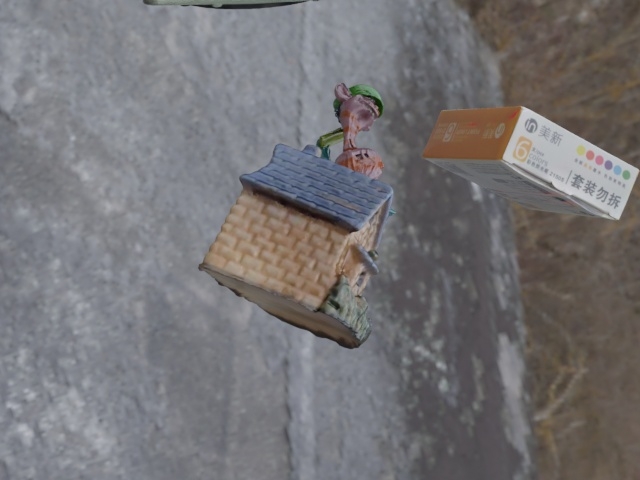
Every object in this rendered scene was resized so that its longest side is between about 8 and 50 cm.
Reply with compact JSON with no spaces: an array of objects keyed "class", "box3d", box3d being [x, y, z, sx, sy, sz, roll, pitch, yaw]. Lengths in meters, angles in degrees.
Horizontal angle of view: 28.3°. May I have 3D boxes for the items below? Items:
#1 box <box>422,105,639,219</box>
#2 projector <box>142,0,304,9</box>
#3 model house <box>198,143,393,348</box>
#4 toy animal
[{"class":"box","box3d":[0.305,-0.114,1.875,0.221,0.274,0.091,24,87,-22]},{"class":"projector","box3d":[-0.090,-0.346,1.615,0.259,0.257,0.079,-96,-176,-65]},{"class":"model house","box3d":[0.000,0.000,1.307,0.183,0.167,0.172,54,57,-69]},{"class":"toy animal","box3d":[0.044,-0.115,1.741,0.100,0.103,0.208,23,52,-50]}]
